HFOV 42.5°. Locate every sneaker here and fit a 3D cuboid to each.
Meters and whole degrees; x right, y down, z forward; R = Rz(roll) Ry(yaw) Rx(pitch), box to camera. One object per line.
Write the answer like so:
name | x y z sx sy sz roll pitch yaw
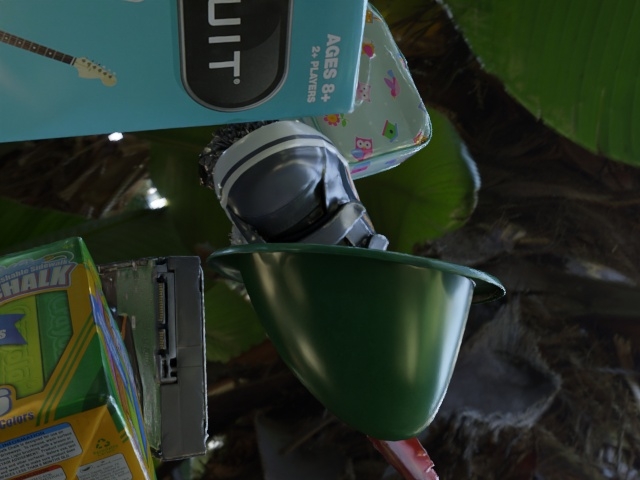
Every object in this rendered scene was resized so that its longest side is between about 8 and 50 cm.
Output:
sneaker | 0.000 0.000 0.821 0.126 0.321 0.127 -32 -114 2

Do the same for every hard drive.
hard drive | -0.235 0.143 1.083 0.339 0.064 0.237 -9 -97 62

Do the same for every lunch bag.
lunch bag | 0.025 -0.232 1.266 0.279 0.224 0.108 66 -29 7

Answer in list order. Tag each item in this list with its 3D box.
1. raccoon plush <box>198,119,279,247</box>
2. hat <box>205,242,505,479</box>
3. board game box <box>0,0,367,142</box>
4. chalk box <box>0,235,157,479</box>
raccoon plush | -0.042 -0.100 1.456 0.446 0.216 0.299 -49 -123 36
hat | 0.024 0.110 0.490 0.208 0.173 0.184 8 -101 -9
board game box | -0.145 -0.148 0.254 0.336 0.079 0.254 -7 -43 -12
chalk box | -0.272 0.126 0.754 0.289 0.180 0.179 -122 -162 -49
